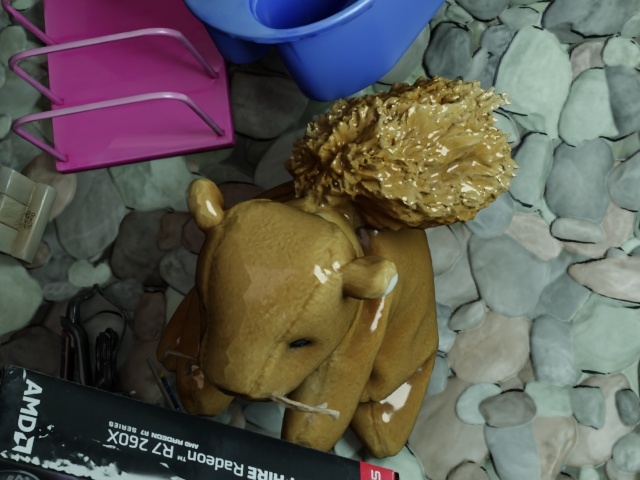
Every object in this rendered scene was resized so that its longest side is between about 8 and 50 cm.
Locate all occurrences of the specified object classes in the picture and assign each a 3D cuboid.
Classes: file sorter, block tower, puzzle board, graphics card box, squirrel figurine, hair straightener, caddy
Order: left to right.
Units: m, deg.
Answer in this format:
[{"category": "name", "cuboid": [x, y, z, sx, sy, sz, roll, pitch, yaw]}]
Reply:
[{"category": "block tower", "cuboid": [-0.469, -0.070, 1.413, 0.335, 0.097, 0.091, 17, 83, 11]}, {"category": "hair straightener", "cuboid": [-0.236, 0.158, 1.360, 0.089, 0.047, 0.230, -1, 74, 9]}, {"category": "file sorter", "cuboid": [-0.223, -0.245, 1.360, 0.202, 0.182, 0.290, -9, 78, 8]}, {"category": "graphics card box", "cuboid": [-0.144, 0.242, 1.141, 0.371, 0.233, 0.094, 20, 51, -20]}, {"category": "puzzle board", "cuboid": [-0.139, 0.183, 1.282, 0.011, 0.096, 0.128, -26, 104, -9]}, {"category": "squirrel figurine", "cuboid": [0.000, 0.000, 1.176, 0.281, 0.370, 0.397, 29, 85, 14]}, {"category": "caddy", "cuboid": [0.006, -0.312, 1.293, 0.241, 0.179, 0.341, 27, 69, 25]}]
